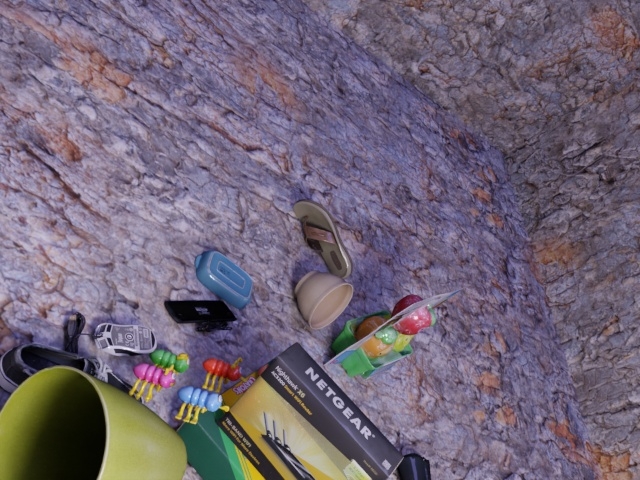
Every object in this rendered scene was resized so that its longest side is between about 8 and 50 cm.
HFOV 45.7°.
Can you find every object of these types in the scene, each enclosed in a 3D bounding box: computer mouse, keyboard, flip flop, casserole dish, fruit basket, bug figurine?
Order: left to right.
[{"bbox_3d":[-0.436,0.210,1.580,0.192,0.042,0.106,13,47,-32],"label":"computer mouse"},{"bbox_3d":[-0.270,0.283,1.564,0.216,0.072,0.279,14,8,3],"label":"bug figurine"},{"bbox_3d":[-0.287,0.188,1.826,0.192,0.038,0.100,4,36,-50],"label":"keyboard"},{"bbox_3d":[-0.240,0.095,1.949,0.188,0.037,0.114,39,36,-24],"label":"casserole dish"},{"bbox_3d":[0.000,0.000,2.296,0.080,0.112,0.277,-29,92,-43],"label":"flip flop"},{"bbox_3d":[0.219,0.251,2.127,0.327,0.353,0.166,-8,68,-55],"label":"fruit basket"}]

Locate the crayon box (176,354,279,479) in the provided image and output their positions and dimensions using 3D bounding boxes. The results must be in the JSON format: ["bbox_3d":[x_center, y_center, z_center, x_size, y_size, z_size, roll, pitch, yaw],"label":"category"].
[{"bbox_3d":[-0.102,0.456,1.686,0.313,0.106,0.363,46,29,11],"label":"crayon box"}]

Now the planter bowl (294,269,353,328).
[{"bbox_3d":[-0.003,0.151,2.121,0.109,0.162,0.162,43,25,27],"label":"planter bowl"}]

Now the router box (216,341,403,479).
[{"bbox_3d":[-0.027,0.395,1.503,0.309,0.243,0.081,46,30,10],"label":"router box"}]

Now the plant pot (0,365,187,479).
[{"bbox_3d":[-0.381,0.387,1.350,0.293,0.274,0.275,35,36,-55],"label":"plant pot"}]

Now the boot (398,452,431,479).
[{"bbox_3d":[0.232,0.676,2.018,0.246,0.094,0.207,23,49,-50],"label":"boot"}]

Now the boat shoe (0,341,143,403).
[{"bbox_3d":[-0.457,0.269,1.455,0.306,0.105,0.113,34,40,-32],"label":"boat shoe"}]
